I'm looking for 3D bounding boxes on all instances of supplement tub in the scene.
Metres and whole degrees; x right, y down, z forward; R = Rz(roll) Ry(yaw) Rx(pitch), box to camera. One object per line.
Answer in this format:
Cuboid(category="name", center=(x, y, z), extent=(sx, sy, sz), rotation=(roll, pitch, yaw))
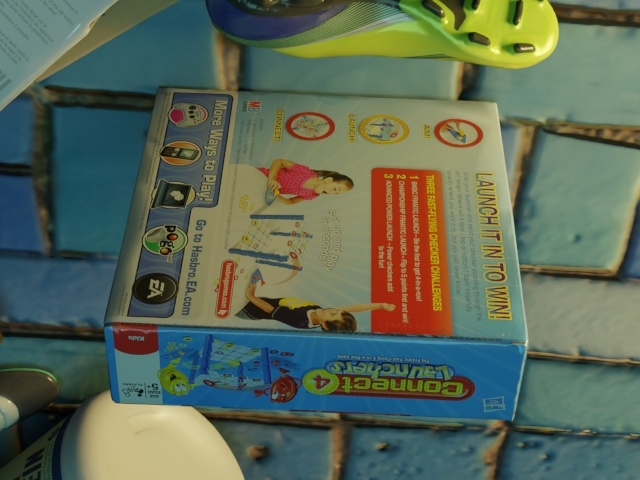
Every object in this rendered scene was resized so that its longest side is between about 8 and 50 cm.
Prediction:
Cuboid(category="supplement tub", center=(-0.256, 0.324, 1.365), extent=(0.235, 0.235, 0.325), rotation=(38, 120, -25))

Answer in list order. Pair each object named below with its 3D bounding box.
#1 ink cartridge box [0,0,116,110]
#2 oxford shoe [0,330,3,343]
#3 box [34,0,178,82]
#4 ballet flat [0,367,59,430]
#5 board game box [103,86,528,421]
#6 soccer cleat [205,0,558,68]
Cuboid(category="ink cartridge box", center=(-0.266, -0.265, 0.979), extent=(0.239, 0.060, 0.275), rotation=(-35, 110, 23))
Cuboid(category="oxford shoe", center=(-0.356, 0.067, 1.275), extent=(0.096, 0.083, 0.227), rotation=(4, 132, -28))
Cuboid(category="box", center=(-0.204, -0.233, 1.052), extent=(0.201, 0.021, 0.164), rotation=(-25, 124, 20))
Cuboid(category="ballet flat", center=(-0.375, 0.181, 1.361), extent=(0.203, 0.074, 0.074), rotation=(-5, 129, 6))
Cuboid(category="board game box", center=(0.000, 0.000, 1.050), extent=(0.301, 0.308, 0.086), rotation=(3, 130, 0))
Cuboid(category="soccer cleat", center=(0.049, -0.188, 1.055), extent=(0.289, 0.093, 0.121), rotation=(6, 165, -12))
